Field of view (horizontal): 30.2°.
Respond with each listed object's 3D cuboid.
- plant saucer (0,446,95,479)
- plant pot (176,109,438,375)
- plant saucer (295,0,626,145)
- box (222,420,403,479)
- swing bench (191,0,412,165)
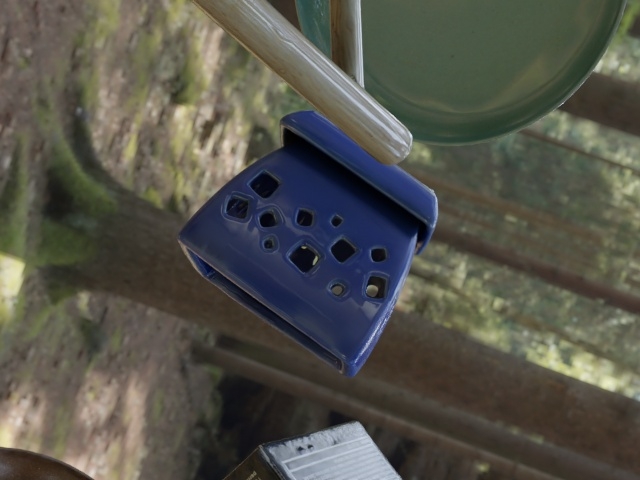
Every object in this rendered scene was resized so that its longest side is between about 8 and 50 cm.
[{"bbox_3d":[-0.188,0.191,0.700,0.168,0.168,0.029,-58,172,-61],"label":"plant saucer"},{"bbox_3d":[0.000,0.000,1.338,0.212,0.236,0.236,-55,174,-8],"label":"plant pot"},{"bbox_3d":[0.125,-0.244,1.064,0.044,0.318,0.317,-11,122,-62],"label":"plant saucer"},{"bbox_3d":[0.021,0.370,1.261,0.183,0.294,0.296,-45,162,13],"label":"box"},{"bbox_3d":[0.037,-0.155,0.339,0.255,0.253,0.165,16,66,-48],"label":"swing bench"}]
